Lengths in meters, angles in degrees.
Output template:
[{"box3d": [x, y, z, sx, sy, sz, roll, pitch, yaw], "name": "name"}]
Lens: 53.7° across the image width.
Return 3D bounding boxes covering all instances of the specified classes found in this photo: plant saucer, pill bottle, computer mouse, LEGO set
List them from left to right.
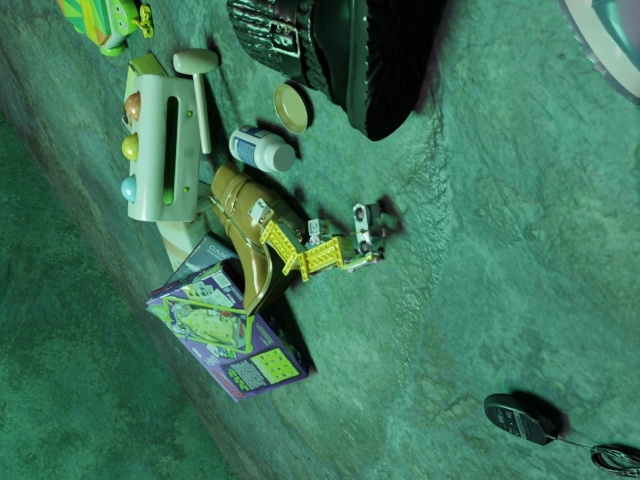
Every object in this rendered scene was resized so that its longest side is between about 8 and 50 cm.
[{"box3d": [-0.099, -0.157, 1.099, 0.120, 0.067, 0.067, 28, 139, 43], "name": "pill bottle"}, {"box3d": [-0.044, -0.213, 1.015, 0.083, 0.015, 0.083, 37, 144, 33], "name": "plant saucer"}, {"box3d": [0.000, 0.000, 1.059, 0.287, 0.107, 0.132, 6, 93, 46], "name": "LEGO set"}, {"box3d": [0.335, 0.261, 0.868, 0.242, 0.041, 0.071, 14, 138, 43], "name": "computer mouse"}]

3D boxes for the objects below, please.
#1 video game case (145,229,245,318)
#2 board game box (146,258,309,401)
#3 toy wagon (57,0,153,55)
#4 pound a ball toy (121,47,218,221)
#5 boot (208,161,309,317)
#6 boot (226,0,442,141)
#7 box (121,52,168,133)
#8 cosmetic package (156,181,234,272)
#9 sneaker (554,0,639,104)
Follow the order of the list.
[{"box3d": [-0.237, 0.121, 1.398, 0.196, 0.026, 0.274, 36, 120, -15], "name": "video game case"}, {"box3d": [-0.198, 0.211, 1.410, 0.346, 0.208, 0.056, 56, -161, -28], "name": "board game box"}, {"box3d": [-0.472, -0.522, 1.324, 0.344, 0.068, 0.267, 42, 147, 28], "name": "toy wagon"}, {"box3d": [-0.296, -0.195, 1.194, 0.208, 0.136, 0.319, 17, 104, 60], "name": "pound a ball toy"}, {"box3d": [-0.150, 0.003, 1.254, 0.220, 0.109, 0.283, 40, 137, 18], "name": "boot"}, {"box3d": [0.005, -0.303, 0.737, 0.260, 0.131, 0.348, 43, 148, 25], "name": "boot"}, {"box3d": [-0.391, -0.308, 1.413, 0.087, 0.058, 0.232, 54, 150, 8], "name": "box"}, {"box3d": [-0.268, 0.028, 1.466, 0.153, 0.129, 0.296, 22, 135, 44], "name": "cosmetic package"}, {"box3d": [0.222, -0.272, 0.489, 0.131, 0.112, 0.319, -31, 93, 44], "name": "sneaker"}]
